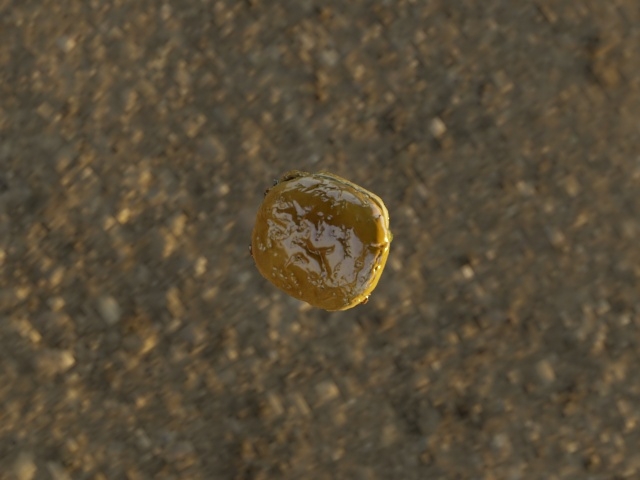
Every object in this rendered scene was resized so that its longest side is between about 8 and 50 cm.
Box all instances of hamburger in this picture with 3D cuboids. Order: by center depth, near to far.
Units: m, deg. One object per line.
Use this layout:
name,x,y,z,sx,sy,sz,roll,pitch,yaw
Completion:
hamburger,0.000,0.000,1.067,0.083,0.076,0.044,16,16,12
